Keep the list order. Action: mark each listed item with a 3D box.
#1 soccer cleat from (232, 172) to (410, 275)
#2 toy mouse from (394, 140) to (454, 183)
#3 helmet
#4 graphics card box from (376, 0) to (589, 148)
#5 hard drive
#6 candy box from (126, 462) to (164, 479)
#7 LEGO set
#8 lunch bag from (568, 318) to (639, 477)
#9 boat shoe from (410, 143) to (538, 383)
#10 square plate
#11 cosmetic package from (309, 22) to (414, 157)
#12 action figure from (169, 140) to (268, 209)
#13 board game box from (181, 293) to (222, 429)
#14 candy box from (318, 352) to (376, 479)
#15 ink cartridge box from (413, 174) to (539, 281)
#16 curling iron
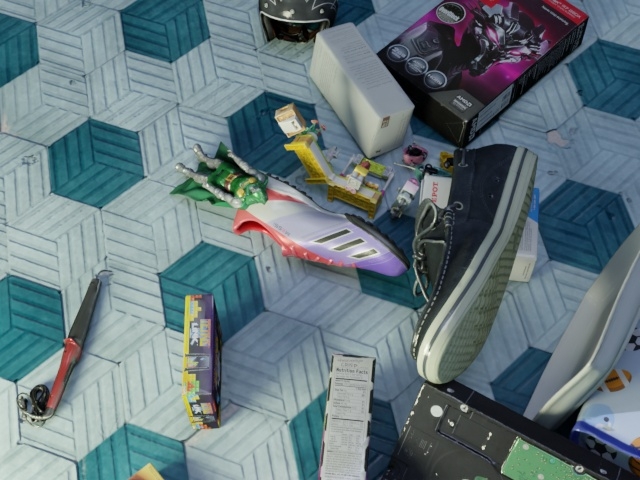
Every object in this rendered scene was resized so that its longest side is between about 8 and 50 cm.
[{"bbox_3d":[0.000,0.000,1.840,0.318,0.108,0.116,27,74,17],"label":"soccer cleat"},{"bbox_3d":[0.186,-0.131,1.931,0.143,0.031,0.161,-10,37,-34],"label":"toy mouse"},{"bbox_3d":[-0.042,-0.457,2.072,0.169,0.161,0.169,0,59,0],"label":"helmet"},{"bbox_3d":[0.305,-0.364,2.060,0.371,0.094,0.233,-41,67,-21],"label":"graphics card box"},{"bbox_3d":[0.263,0.365,1.550,0.339,0.237,0.064,26,23,16],"label":"hard drive"},{"bbox_3d":[-0.237,0.435,1.597,0.109,0.053,0.186,-35,64,-20],"label":"candy box"},{"bbox_3d":[0.042,-0.149,1.905,0.287,0.132,0.107,36,57,-6],"label":"LEGO set"},{"bbox_3d":[0.594,0.282,1.593,0.385,0.239,0.328,21,59,20],"label":"lunch bag"},{"bbox_3d":[0.211,0.020,1.652,0.156,0.187,0.500,13,44,14],"label":"boat shoe"},{"bbox_3d":[0.411,0.133,1.605,0.049,0.347,0.344,31,59,7],"label":"square plate"},{"bbox_3d":[0.073,-0.277,1.988,0.085,0.117,0.231,-22,63,-23],"label":"cosmetic package"},{"bbox_3d":[-0.161,-0.106,1.865,0.232,0.063,0.137,25,72,46],"label":"action figure"},{"bbox_3d":[-0.183,0.190,1.694,0.048,0.141,0.170,-1,60,-1],"label":"board game box"},{"bbox_3d":[0.036,0.307,1.615,0.071,0.159,0.233,6,58,2],"label":"candy box"},{"bbox_3d":[0.266,-0.021,1.856,0.203,0.086,0.148,7,58,4],"label":"ink cartridge box"},{"bbox_3d":[-0.417,0.175,1.762,0.068,0.035,0.274,16,60,8],"label":"curling iron"}]
